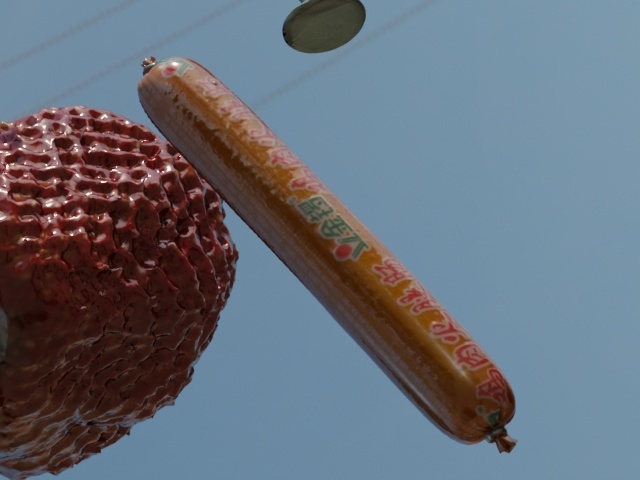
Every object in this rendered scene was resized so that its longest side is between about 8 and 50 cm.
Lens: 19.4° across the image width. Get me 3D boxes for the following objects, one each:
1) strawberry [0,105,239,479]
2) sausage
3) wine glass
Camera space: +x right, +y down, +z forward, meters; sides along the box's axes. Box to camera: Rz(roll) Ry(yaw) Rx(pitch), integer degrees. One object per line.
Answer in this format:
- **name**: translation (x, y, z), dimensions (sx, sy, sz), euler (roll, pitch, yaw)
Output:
- **strawberry**: translation (-0.211, 0.049, 1.543), dimensions (0.351, 0.267, 0.312), euler (-54, -31, -81)
- **sausage**: translation (0.000, 0.000, 1.127), dimensions (0.053, 0.348, 0.053), euler (-36, -24, -18)
- **wine glass**: translation (-0.018, -0.216, 1.399), dimensions (0.073, 0.155, 0.073), euler (-13, -30, -8)
